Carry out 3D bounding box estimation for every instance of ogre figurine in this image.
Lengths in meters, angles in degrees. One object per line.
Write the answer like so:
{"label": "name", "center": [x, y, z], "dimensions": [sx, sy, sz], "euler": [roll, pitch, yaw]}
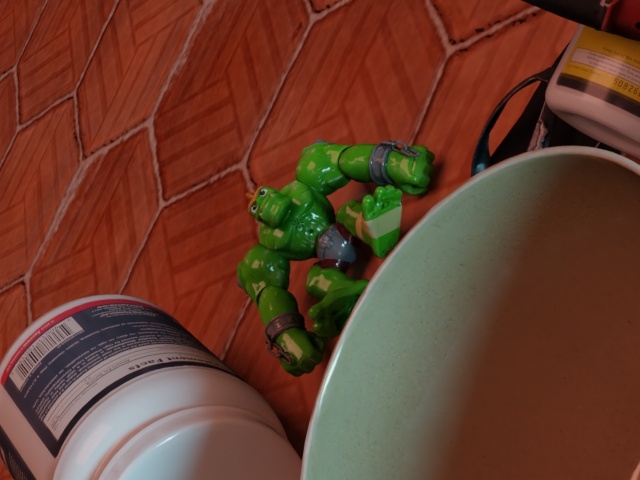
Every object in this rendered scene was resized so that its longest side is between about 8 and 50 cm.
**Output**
{"label": "ogre figurine", "center": [0.000, 0.000, 1.199], "dimensions": [0.118, 0.096, 0.197], "euler": [30, 109, 41]}

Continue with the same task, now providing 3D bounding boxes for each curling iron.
{"label": "curling iron", "center": [0.176, -0.120, 0.884], "dimensions": [0.068, 0.274, 0.035], "euler": [-62, -7, 1]}

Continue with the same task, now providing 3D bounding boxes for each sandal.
{"label": "sandal", "center": [0.137, -0.049, 1.056], "dimensions": [0.254, 0.054, 0.097], "euler": [-56, 32, 14]}

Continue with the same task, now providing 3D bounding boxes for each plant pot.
{"label": "plant pot", "center": [0.150, 0.117, 0.787], "dimensions": [0.284, 0.191, 0.284], "euler": [-35, 42, 40]}

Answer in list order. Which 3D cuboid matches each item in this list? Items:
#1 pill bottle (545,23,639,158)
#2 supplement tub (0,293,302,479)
{"label": "pill bottle", "center": [0.224, -0.146, 0.950], "dimensions": [0.103, 0.103, 0.184], "euler": [29, 93, 59]}
{"label": "supplement tub", "center": [-0.138, 0.167, 1.182], "dimensions": [0.191, 0.191, 0.272], "euler": [-62, 31, 3]}
